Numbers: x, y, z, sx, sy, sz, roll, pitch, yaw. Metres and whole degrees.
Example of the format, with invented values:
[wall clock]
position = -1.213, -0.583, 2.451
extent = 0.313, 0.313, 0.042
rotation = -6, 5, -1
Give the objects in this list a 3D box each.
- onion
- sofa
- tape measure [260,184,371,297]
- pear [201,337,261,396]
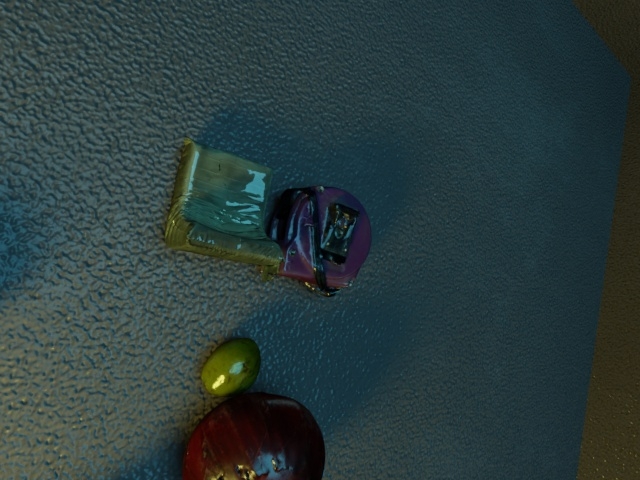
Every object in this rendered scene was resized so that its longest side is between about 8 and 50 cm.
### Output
[onion]
position = -0.127, 0.420, 0.868
extent = 0.276, 0.276, 0.276
rotation = 2, 86, -34
[sofa]
position = -0.179, -0.074, 0.894
extent = 0.210, 0.176, 0.226
rotation = 17, 78, -32
[tape measure]
position = 0.000, 0.000, 1.027
extent = 0.231, 0.149, 0.245
rotation = 13, 80, -32
[pear]
position = -0.176, 0.257, 0.921
extent = 0.131, 0.107, 0.107
rotation = -33, 106, -24
